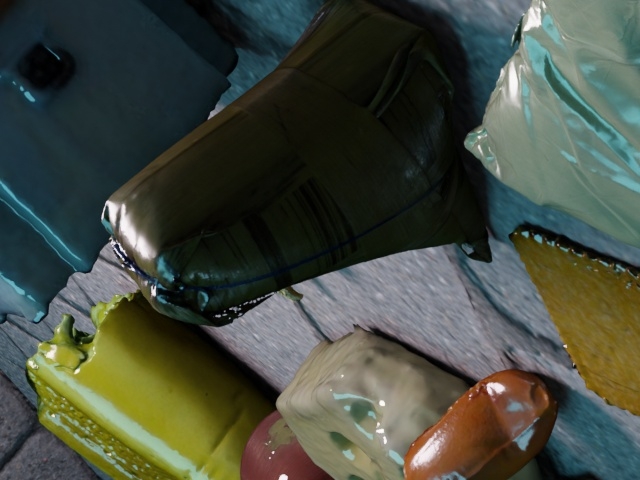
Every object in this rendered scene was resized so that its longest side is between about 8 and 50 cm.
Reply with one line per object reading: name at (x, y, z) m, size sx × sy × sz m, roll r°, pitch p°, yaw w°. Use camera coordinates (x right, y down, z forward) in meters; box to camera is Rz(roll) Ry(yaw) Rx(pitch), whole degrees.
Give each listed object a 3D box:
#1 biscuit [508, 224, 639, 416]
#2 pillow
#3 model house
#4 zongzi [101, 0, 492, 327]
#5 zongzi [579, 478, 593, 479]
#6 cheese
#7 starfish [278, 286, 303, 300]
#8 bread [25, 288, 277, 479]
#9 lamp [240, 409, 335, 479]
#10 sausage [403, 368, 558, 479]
biscuit at (0.260, 0.091, 1.229) m, size 0.232 × 0.013 × 0.237 m, roll 23°, pitch 156°, yaw 42°
pillow at (0.216, -0.048, 0.815) m, size 0.274 × 0.076 × 0.280 m, roll 25°, pitch 157°, yaw 5°
model house at (-0.279, -0.151, 1.281) m, size 0.329 × 0.295 × 0.252 m, roll 46°, pitch 157°, yaw -26°
zongzi at (0.000, 0.000, 1.144) m, size 0.123 × 0.260 × 0.289 m, roll 38°, pitch 163°, yaw 35°
zongzi at (0.245, 0.242, 1.600) m, size 0.083 × 0.040 × 0.076 m, roll 51°, pitch 165°, yaw 40°
cheese at (0.093, 0.216, 1.698) m, size 0.326 × 0.115 × 0.318 m, roll 30°, pitch 160°, yaw 29°
starfish at (-0.075, 0.005, 1.635) m, size 0.208 × 0.053 × 0.176 m, roll 21°, pitch 155°, yaw 53°
bread at (-0.196, 0.232, 2.168) m, size 0.376 × 0.208 × 0.251 m, roll 40°, pitch 153°, yaw 1°
lamp at (0.002, 0.285, 1.945) m, size 0.180 × 0.180 × 0.258 m, roll 47°, pitch 177°, yaw -21°
sausage at (0.146, 0.179, 1.477) m, size 0.089 × 0.089 × 0.179 m, roll 44°, pitch 118°, yaw -10°
